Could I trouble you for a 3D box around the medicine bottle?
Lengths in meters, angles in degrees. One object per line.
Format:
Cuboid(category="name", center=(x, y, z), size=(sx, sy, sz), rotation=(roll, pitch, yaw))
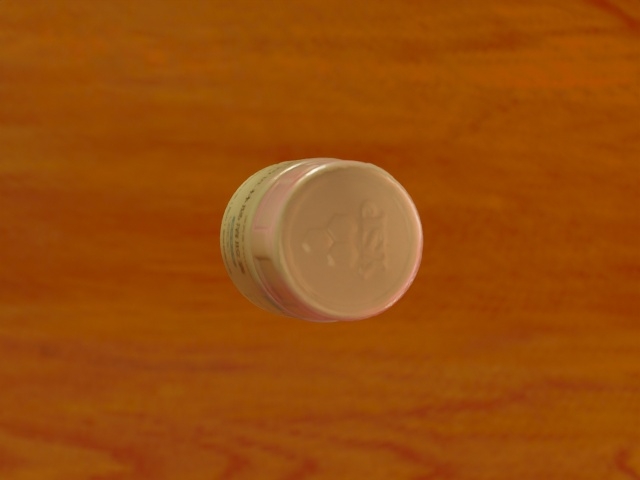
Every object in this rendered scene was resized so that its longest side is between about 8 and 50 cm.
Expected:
Cuboid(category="medicine bottle", center=(0.000, 0.000, 1.530), size=(0.135, 0.168, 0.135), rotation=(0, 91, -17))
